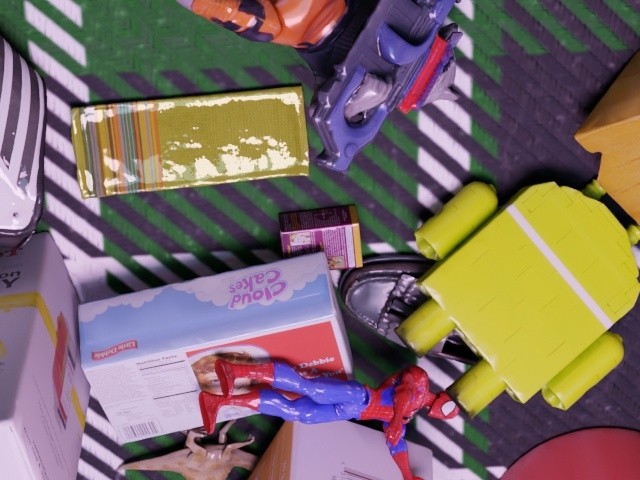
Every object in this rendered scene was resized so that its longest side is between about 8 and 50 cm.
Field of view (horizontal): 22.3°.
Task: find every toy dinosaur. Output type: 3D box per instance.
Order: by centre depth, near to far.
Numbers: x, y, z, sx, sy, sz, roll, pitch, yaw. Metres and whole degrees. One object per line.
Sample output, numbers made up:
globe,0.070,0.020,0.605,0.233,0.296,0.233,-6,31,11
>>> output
toy dinosaur,-0.139,0.238,1.811,0.183,0.053,0.092,-2,120,-4

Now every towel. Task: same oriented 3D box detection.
towel,-0.132,-0.099,1.650,0.237,0.021,0.102,-6,119,-2

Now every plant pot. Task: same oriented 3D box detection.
plant pot,0.334,0.388,1.821,0.275,0.243,0.274,-2,118,-4

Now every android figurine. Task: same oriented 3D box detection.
android figurine,0.215,0.050,1.690,0.273,0.056,0.248,-43,94,-7

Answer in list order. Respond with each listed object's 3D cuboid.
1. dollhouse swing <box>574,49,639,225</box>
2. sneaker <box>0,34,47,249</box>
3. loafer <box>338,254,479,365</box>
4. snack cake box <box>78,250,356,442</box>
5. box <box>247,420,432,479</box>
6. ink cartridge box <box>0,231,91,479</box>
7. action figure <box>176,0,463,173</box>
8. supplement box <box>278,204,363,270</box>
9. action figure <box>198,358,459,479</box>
dollhouse swing,0.511,-0.138,1.658,0.347,0.305,0.315,40,150,-22
sneaker,-0.414,-0.010,1.534,0.257,0.169,0.447,37,84,-25
loafer,0.151,0.087,1.734,0.268,0.084,0.096,16,116,-13
snack cake box,-0.105,0.113,1.699,0.264,0.089,0.152,-12,140,2
box,-0.026,0.382,1.764,0.168,0.215,0.345,20,129,-13
ink cartridge box,-0.383,0.166,1.569,0.279,0.384,0.160,-14,115,3
action figure,0.027,-0.256,1.535,0.330,0.178,0.341,42,81,-29
supplement box,0.000,0.000,1.700,0.083,0.043,0.055,-6,120,-2
action figure,0.029,0.193,1.655,0.280,0.139,0.091,2,139,-27
